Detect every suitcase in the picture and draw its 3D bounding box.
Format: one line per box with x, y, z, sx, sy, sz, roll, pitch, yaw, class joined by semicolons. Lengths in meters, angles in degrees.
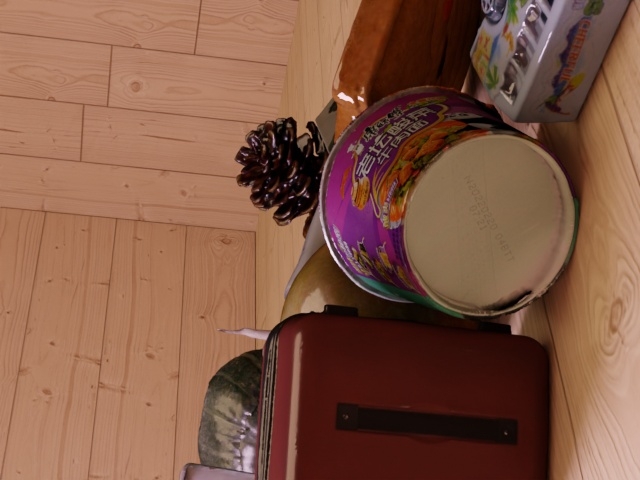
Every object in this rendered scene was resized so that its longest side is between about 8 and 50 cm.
0.084;0.197;1.345;0.161;0.297;0.236;148;127;-70;suitcase

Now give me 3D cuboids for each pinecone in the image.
-0.027;-0.131;2.398;0.246;0.292;0.246;-24;57;43;pinecone

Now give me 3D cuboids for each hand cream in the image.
0.000;0.000;2.040;0.124;0.077;0.341;101;180;-47;hand cream

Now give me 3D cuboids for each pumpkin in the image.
-0.075;0.367;2.370;0.257;0.291;0.328;20;116;60;pumpkin

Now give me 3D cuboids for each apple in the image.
0.075;0.113;1.572;0.257;0.256;0.234;-93;2;-45;apple

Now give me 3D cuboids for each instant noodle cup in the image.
0.143;-0.031;1.355;0.190;0.251;0.251;-147;62;-69;instant noodle cup

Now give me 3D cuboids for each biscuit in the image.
0.118;-0.230;1.595;0.455;0.078;0.350;-35;-43;-65;biscuit

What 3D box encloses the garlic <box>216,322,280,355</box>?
0.006;0.234;2.077;0.340;0.245;0.231;-171;75;-66;garlic

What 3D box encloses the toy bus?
0.242;-0.267;1.245;0.330;0.109;0.136;105;158;-48;toy bus

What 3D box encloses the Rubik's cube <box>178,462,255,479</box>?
-0.071;0.538;1.891;0.344;0.346;0.347;112;169;-72;Rubik's cube

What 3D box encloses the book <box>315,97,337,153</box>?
0.095;-0.243;2.040;0.260;0.043;0.371;-52;16;11;book
